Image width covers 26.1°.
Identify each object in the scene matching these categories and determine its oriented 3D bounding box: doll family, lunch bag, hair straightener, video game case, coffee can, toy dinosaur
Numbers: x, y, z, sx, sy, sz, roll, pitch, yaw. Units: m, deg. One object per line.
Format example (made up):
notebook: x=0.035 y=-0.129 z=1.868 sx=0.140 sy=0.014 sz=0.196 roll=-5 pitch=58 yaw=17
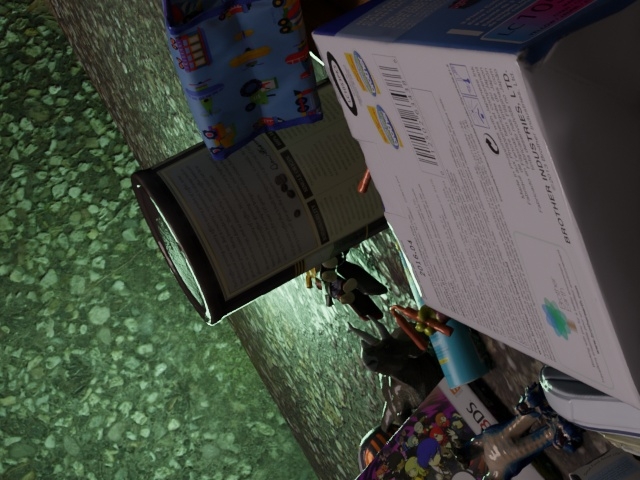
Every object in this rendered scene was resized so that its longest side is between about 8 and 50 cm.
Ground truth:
doll family: x=0.000 y=0.000 z=1.941 sx=0.111 sy=0.076 sz=0.193 roll=-157 pitch=72 yaw=-63
lunch bag: x=-0.120 y=-0.275 z=1.475 sx=0.221 sy=0.138 sz=0.293 roll=77 pitch=170 yaw=-57
hair straightener: x=0.036 y=0.022 z=2.002 sx=0.230 sy=0.047 sz=0.089 roll=-126 pitch=40 yaw=-53
video game case: x=0.158 y=0.310 z=1.713 sx=0.042 sy=0.232 sz=0.210 roll=23 pitch=-158 yaw=-46
coffee can: x=-0.058 y=-0.051 z=1.645 sx=0.201 sy=0.275 sz=0.201 roll=57 pitch=167 yaw=21
toy dinosaur: x=0.126 y=0.199 z=1.896 sx=0.313 sy=0.121 sz=0.160 roll=66 pitch=-171 yaw=-74

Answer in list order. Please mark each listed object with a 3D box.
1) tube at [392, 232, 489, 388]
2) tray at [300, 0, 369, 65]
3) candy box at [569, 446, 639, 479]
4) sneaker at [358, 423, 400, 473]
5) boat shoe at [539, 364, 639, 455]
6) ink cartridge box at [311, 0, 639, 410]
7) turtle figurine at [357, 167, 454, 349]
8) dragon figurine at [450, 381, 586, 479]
tube: x=0.140 y=0.075 z=1.670 sx=0.207 sy=0.052 sz=0.080 roll=67 pitch=159 yaw=7
tray: x=0.002 y=-0.279 z=1.389 sx=0.411 sy=0.076 sz=0.203 roll=47 pitch=161 yaw=52
candy box: x=0.336 y=0.320 z=1.341 sx=0.196 sy=0.070 sz=0.165 roll=46 pitch=160 yaw=49
sneaker: x=0.191 y=0.408 z=2.038 sx=0.321 sy=0.124 sz=0.180 roll=52 pitch=166 yaw=-18
boat shoe: x=0.279 y=0.145 z=1.118 sx=0.094 sy=0.109 sz=0.302 roll=63 pitch=165 yaw=-13
ink cartridge box: x=0.146 y=-0.066 z=1.052 sx=0.395 sy=0.151 sz=0.270 roll=22 pitch=138 yaw=64
turtle figurine: x=0.144 y=0.030 z=1.452 sx=0.217 sy=0.087 sz=0.270 roll=33 pitch=141 yaw=50
dragon figurine: x=0.226 y=0.217 z=1.519 sx=0.085 sy=0.144 sz=0.289 roll=57 pitch=-174 yaw=13
